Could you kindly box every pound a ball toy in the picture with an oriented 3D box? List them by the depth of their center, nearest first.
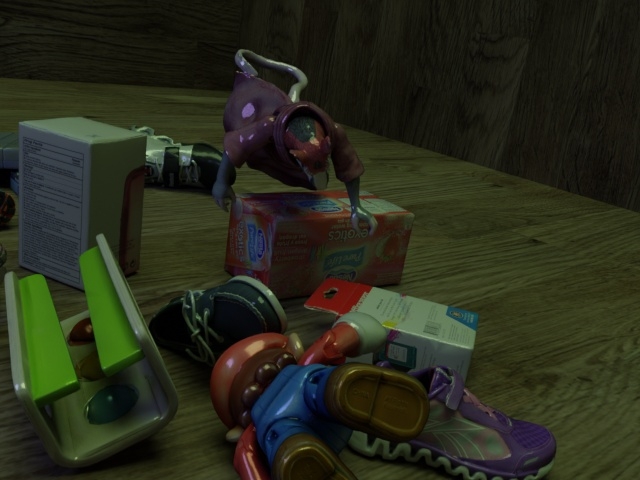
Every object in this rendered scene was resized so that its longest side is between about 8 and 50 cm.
[{"bbox_3d":[-0.297,0.121,0.741,0.208,0.136,0.319,-25,29,-17],"label":"pound a ball toy"}]

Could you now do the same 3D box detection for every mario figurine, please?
[{"bbox_3d":[0.005,0.169,0.626,0.198,0.170,0.320,-17,2,-15],"label":"mario figurine"}]

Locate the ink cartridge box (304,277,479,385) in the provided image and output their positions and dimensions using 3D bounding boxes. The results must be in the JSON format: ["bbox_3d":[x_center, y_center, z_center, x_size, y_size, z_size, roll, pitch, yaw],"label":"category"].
[{"bbox_3d":[0.097,0.129,0.941,0.231,0.078,0.134,14,18,13],"label":"ink cartridge box"}]

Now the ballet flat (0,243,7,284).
[{"bbox_3d":[-0.466,0.038,0.903,0.221,0.079,0.077,-21,25,54],"label":"ballet flat"}]

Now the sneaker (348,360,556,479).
[{"bbox_3d":[0.145,0.192,0.732,0.236,0.105,0.095,11,16,3],"label":"sneaker"}]

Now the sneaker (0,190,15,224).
[{"bbox_3d":[-0.655,-0.057,1.166,0.221,0.083,0.087,4,4,-33],"label":"sneaker"}]

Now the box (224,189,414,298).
[{"bbox_3d":[0.000,0.000,1.186,0.299,0.142,0.154,-5,22,-37],"label":"box"}]

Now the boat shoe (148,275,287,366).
[{"bbox_3d":[-0.134,0.097,0.811,0.079,0.095,0.254,-28,14,-35],"label":"boat shoe"}]

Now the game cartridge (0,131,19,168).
[{"bbox_3d":[-0.700,-0.209,1.562,0.230,0.068,0.355,4,13,-15],"label":"game cartridge"}]

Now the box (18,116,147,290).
[{"bbox_3d":[-0.370,-0.062,1.043,0.148,0.232,0.127,17,20,22],"label":"box"}]

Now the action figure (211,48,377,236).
[{"bbox_3d":[-0.027,-0.162,1.041,0.248,0.276,0.370,10,4,-15],"label":"action figure"}]

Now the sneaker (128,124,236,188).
[{"bbox_3d":[-0.369,-0.176,1.630,0.330,0.123,0.146,16,37,17],"label":"sneaker"}]

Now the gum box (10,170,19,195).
[{"bbox_3d":[-0.541,-0.112,1.425,0.184,0.041,0.157,-5,21,-39],"label":"gum box"}]
